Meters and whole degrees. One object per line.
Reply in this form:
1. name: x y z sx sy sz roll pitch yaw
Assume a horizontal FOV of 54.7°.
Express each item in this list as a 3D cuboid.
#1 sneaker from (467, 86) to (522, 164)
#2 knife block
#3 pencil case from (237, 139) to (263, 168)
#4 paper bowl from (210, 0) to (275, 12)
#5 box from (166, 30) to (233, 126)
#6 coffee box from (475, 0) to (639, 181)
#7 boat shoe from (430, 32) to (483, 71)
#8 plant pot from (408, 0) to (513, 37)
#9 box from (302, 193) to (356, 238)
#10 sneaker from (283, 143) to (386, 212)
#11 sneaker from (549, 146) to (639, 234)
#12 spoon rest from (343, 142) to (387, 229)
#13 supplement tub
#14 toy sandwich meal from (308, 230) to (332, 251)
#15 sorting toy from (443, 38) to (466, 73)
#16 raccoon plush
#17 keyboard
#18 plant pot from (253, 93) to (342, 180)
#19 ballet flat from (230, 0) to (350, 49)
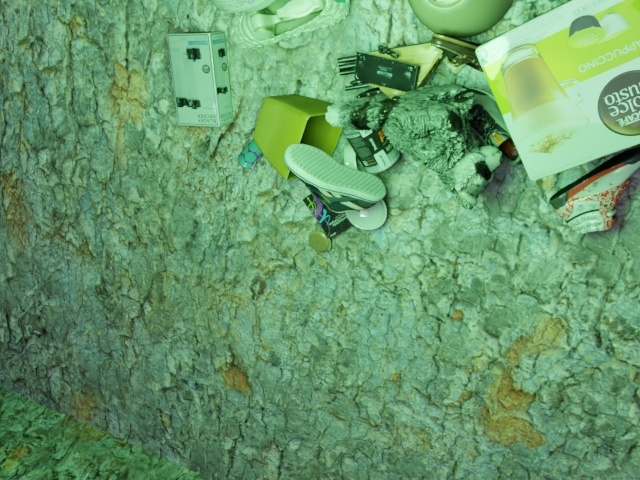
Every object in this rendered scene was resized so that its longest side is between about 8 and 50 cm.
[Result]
1. sneaker: 0.460 -0.309 1.661 0.271 0.108 0.100 44 124 4
2. knife block: 0.188 -0.500 1.715 0.242 0.088 0.275 41 125 6
3. pencil case: -0.201 -0.296 2.002 0.152 0.064 0.070 -42 74 33
4. paper bowl: -0.194 -0.750 1.710 0.284 0.284 0.148 -4 153 27
5. box: -0.382 -0.515 1.981 0.169 0.087 0.289 8 114 22
6. coffee box: 0.605 -0.380 1.424 0.338 0.338 0.334 -20 102 31
7. boat shoe: 0.363 -0.479 1.589 0.073 0.207 0.073 51 128 49
8. plant pot: 0.332 -0.640 1.532 0.284 0.191 0.284 10 115 21
9. box: 0.031 -0.097 1.998 0.116 0.029 0.162 -33 96 32
10. sneaker: 0.022 -0.161 1.773 0.321 0.126 0.127 22 140 -22
11. sneaker: 0.753 -0.119 1.615 0.270 0.090 0.145 -36 94 36
12. spoon rest: 0.121 -0.160 1.897 0.137 0.084 0.276 -7 107 27
13. supplement tub: 0.139 -0.298 1.781 0.117 0.117 0.190 -17 123 30
14. toy sandwich meal: 0.000 0.000 2.055 0.086 0.029 0.085 15 121 26
15. sorting toy: 0.375 -0.501 1.674 0.062 0.012 0.083 50 126 5
16. raccoon plush: 0.261 -0.248 1.668 0.447 0.216 0.299 10 130 32
17. keyboard: 0.179 -0.468 1.669 0.180 0.023 0.108 19 126 19
18. plant pot: -0.076 -0.329 1.858 0.187 0.212 0.212 35 122 23
19. ballet flat: -0.115 -0.649 1.774 0.409 0.147 0.146 -8 107 29
